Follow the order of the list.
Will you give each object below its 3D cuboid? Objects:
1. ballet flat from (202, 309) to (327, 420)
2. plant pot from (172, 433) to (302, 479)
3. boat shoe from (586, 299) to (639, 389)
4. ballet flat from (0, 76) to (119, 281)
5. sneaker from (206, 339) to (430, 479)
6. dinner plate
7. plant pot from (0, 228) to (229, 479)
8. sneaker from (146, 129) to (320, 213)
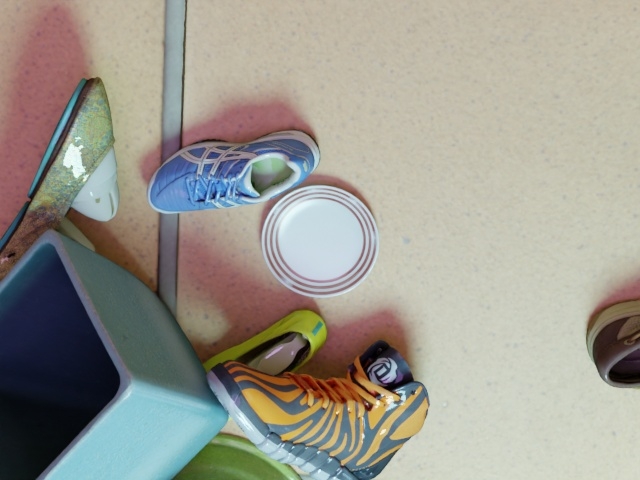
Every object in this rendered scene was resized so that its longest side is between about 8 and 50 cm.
[{"bbox_3d":[-0.090,0.164,1.776,0.231,0.077,0.077,-36,101,14],"label":"ballet flat"},{"bbox_3d":[-0.145,0.412,1.768,0.276,0.254,0.276,1,107,3],"label":"plant pot"},{"bbox_3d":[0.485,0.110,1.697,0.341,0.123,0.123,-9,107,7],"label":"boat shoe"},{"bbox_3d":[-0.302,-0.031,1.709,0.123,0.123,0.349,31,113,-6],"label":"ballet flat"},{"bbox_3d":[0.009,0.176,1.712,0.180,0.125,0.321,-44,141,6],"label":"sneaker"},{"bbox_3d":[0.000,0.000,1.748,0.141,0.017,0.141,1,109,4],"label":"dinner plate"},{"bbox_3d":[-0.256,0.180,1.689,0.248,0.247,0.252,-46,144,16],"label":"plant pot"},{"bbox_3d":[-0.106,-0.077,1.696,0.211,0.081,0.080,-17,108,10],"label":"sneaker"}]
